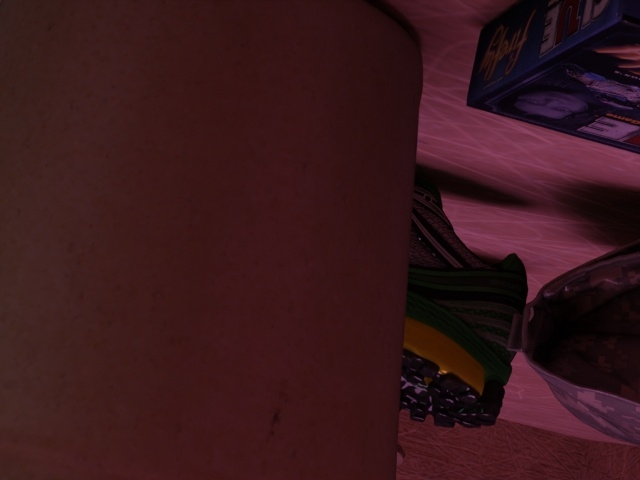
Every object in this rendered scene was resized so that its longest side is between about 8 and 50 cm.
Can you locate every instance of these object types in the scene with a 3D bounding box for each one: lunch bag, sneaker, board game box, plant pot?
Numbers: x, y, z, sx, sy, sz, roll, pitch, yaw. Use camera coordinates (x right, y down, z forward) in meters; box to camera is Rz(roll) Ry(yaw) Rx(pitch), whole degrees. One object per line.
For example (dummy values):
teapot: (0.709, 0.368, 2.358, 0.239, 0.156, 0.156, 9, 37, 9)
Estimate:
lunch bag: (0.289, 0.078, 0.980, 0.287, 0.169, 0.235, 5, 169, 15)
sneaker: (0.000, 0.000, 0.991, 0.343, 0.146, 0.134, 32, 153, -17)
board game box: (0.208, -0.064, 0.608, 0.243, 0.042, 0.165, 14, 171, -12)
plant pot: (-0.081, 0.027, 0.699, 0.333, 0.306, 0.334, 12, 171, 2)

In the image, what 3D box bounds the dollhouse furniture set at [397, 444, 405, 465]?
dollhouse furniture set: (0.096, 0.122, 1.379, 0.161, 0.212, 0.242, 13, 144, 4)
